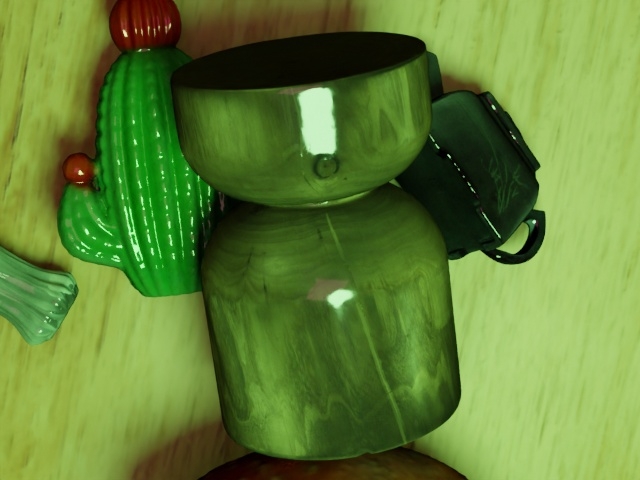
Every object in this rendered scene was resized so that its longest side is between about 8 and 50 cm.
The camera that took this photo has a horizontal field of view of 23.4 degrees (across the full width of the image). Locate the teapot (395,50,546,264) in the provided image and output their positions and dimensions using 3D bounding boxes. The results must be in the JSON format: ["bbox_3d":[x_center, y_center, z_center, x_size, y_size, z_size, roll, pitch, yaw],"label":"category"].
[{"bbox_3d":[0.116,-0.063,1.174,0.096,0.087,0.177,-39,98,-26],"label":"teapot"}]

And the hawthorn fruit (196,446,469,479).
[{"bbox_3d":[0.002,0.280,1.114,0.316,0.316,0.316,0,98,-3],"label":"hawthorn fruit"}]

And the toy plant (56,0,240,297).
[{"bbox_3d":[-0.108,-0.076,1.158,0.154,0.088,0.240,17,87,-17],"label":"toy plant"}]

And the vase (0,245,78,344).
[{"bbox_3d":[-0.259,0.021,1.170,0.149,0.081,0.081,30,96,-11],"label":"vase"}]

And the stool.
[{"bbox_3d":[0.000,0.000,1.088,0.179,0.179,0.264,-7,108,-2],"label":"stool"}]
